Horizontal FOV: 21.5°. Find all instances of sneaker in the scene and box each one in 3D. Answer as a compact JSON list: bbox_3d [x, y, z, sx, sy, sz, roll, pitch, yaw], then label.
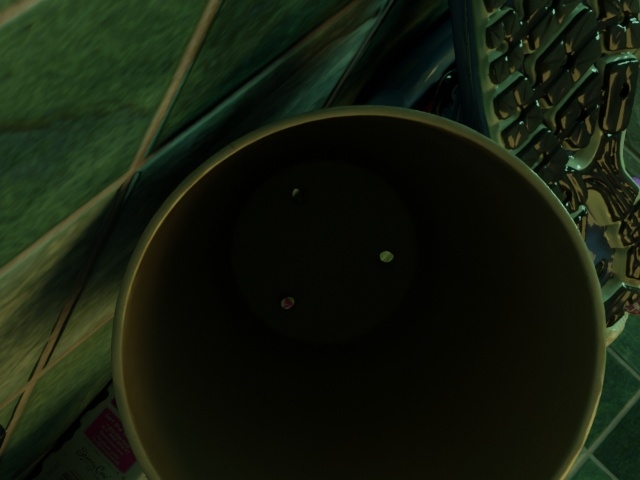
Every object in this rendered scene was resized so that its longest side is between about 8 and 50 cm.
[{"bbox_3d":[0.111,-0.077,1.043,0.130,0.147,0.330,-37,136,-26],"label":"sneaker"}]

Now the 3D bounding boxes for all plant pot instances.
[{"bbox_3d":[0.013,0.032,0.995,0.256,0.256,0.274,-47,-170,6],"label":"plant pot"}]

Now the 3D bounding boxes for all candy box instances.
[{"bbox_3d":[-0.122,0.132,1.345,0.233,0.071,0.159,-49,172,19],"label":"candy box"}]

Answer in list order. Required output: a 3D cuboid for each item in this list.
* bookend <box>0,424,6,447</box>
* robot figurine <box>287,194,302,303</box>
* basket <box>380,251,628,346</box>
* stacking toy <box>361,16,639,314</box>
[{"bbox_3d":[-0.223,0.130,0.700,0.157,0.072,0.156,-41,172,-34],"label":"bookend"},{"bbox_3d":[0.000,0.000,1.329,0.101,0.067,0.115,-33,166,-43],"label":"robot figurine"},{"bbox_3d":[0.098,0.075,1.557,0.331,0.266,0.328,-49,172,14],"label":"basket"},{"bbox_3d":[0.174,-0.028,1.227,0.166,0.302,0.175,-42,173,-32],"label":"stacking toy"}]
